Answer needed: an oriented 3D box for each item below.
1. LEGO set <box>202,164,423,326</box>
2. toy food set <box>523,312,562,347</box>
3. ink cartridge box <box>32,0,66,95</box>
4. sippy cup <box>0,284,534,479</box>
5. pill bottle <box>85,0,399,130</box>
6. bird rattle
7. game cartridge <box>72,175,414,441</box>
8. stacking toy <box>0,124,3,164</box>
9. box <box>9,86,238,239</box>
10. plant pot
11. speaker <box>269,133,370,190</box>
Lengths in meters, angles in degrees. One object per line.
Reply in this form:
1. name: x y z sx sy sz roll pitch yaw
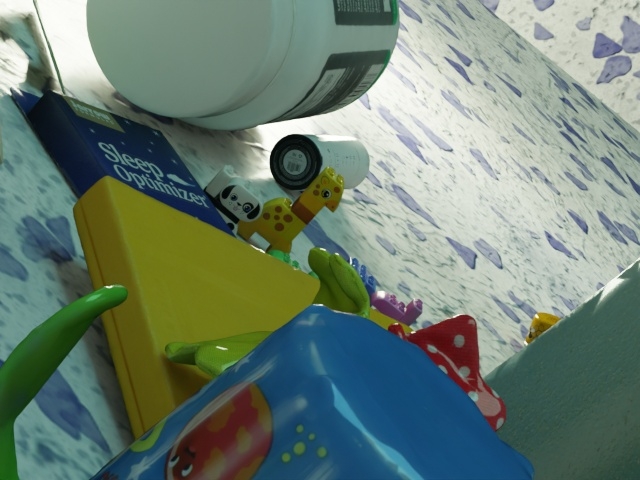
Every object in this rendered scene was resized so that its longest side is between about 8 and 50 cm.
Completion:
1. LEGO set: 0.000 0.000 1.606 0.227 0.093 0.087 40 16 -10
2. toy food set: 0.294 0.168 1.923 0.111 0.104 0.232 0 25 -48
3. ink cartridge box: -0.293 -0.237 1.552 0.189 0.097 0.255 -116 -172 -52
4. sippy cup: -0.016 0.161 0.936 0.305 0.224 0.240 36 18 -25
5. pill bottle: -0.065 -0.206 1.776 0.204 0.204 0.361 45 16 8
6. bird rattle: 0.023 0.126 1.207 0.253 0.143 0.207 41 31 -48
7. game cartridge: -0.014 0.119 1.319 0.323 0.052 0.285 27 29 -38
8. stacking toy: -0.285 -0.175 1.224 0.279 0.130 0.309 128 -42 -84
9. box: -0.141 -0.042 1.490 0.136 0.036 0.225 19 28 -53
10. plant pot: 0.280 0.204 1.510 0.248 0.247 0.252 36 31 -21
11. speaker: 0.001 -0.075 1.867 0.055 0.055 0.136 47 17 13
